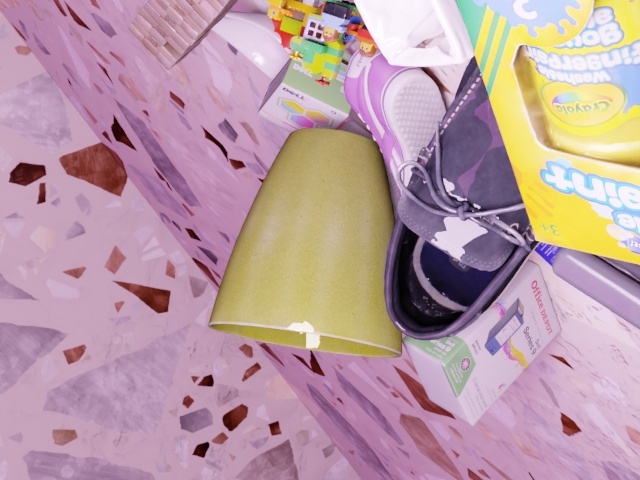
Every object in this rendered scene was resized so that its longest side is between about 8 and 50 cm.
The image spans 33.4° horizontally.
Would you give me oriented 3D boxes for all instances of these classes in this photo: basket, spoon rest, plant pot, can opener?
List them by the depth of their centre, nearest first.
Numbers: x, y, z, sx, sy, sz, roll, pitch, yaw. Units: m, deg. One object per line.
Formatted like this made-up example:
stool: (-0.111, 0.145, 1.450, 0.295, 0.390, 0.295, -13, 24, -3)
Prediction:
basket: (0.088, -0.245, 0.910, 0.113, 0.103, 0.167, 14, 140, 57)
can opener: (0.406, 0.066, 1.215, 0.283, 0.076, 0.095, 35, 127, 22)
plant pot: (0.000, 0.000, 1.515, 0.275, 0.293, 0.275, 9, 169, 2)
spoon rest: (-0.125, -0.336, 1.632, 0.276, 0.084, 0.137, 47, 164, 5)

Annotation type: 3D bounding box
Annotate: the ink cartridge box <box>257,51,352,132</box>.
ink cartridge box: (-0.011, -0.215, 1.558, 0.109, 0.062, 0.209, 25, 162, -12)

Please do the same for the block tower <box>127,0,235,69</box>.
block tower: (-0.161, -0.356, 1.493, 0.097, 0.091, 0.335, 45, 147, -8)

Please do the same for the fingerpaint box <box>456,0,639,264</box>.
fingerpaint box: (0.317, -0.127, 0.672, 0.445, 0.163, 0.371, 16, 147, 39)

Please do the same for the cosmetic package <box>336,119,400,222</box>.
cosmetic package: (0.105, -0.073, 1.650, 0.231, 0.085, 0.117, 38, 162, 24)

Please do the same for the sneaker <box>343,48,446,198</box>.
sneaker: (0.113, -0.146, 1.463, 0.161, 0.102, 0.282, 42, 157, 45)

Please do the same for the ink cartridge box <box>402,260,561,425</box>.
ink cartridge box: (0.239, 0.138, 1.558, 0.093, 0.212, 0.154, 27, 153, 44)

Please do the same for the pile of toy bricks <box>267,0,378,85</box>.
pile of toy bricks: (0.009, -0.248, 1.332, 0.212, 0.105, 0.118, 24, -162, 25)

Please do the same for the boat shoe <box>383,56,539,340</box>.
boat shoe: (0.186, -0.049, 1.227, 0.187, 0.156, 0.500, 38, 143, 16)

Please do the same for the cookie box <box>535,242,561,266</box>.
cookie box: (0.296, -0.015, 1.363, 0.107, 0.040, 0.092, 45, 162, 9)

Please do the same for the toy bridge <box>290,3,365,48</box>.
toy bridge: (0.013, -0.295, 1.471, 0.188, 0.026, 0.063, 22, 151, 54)
